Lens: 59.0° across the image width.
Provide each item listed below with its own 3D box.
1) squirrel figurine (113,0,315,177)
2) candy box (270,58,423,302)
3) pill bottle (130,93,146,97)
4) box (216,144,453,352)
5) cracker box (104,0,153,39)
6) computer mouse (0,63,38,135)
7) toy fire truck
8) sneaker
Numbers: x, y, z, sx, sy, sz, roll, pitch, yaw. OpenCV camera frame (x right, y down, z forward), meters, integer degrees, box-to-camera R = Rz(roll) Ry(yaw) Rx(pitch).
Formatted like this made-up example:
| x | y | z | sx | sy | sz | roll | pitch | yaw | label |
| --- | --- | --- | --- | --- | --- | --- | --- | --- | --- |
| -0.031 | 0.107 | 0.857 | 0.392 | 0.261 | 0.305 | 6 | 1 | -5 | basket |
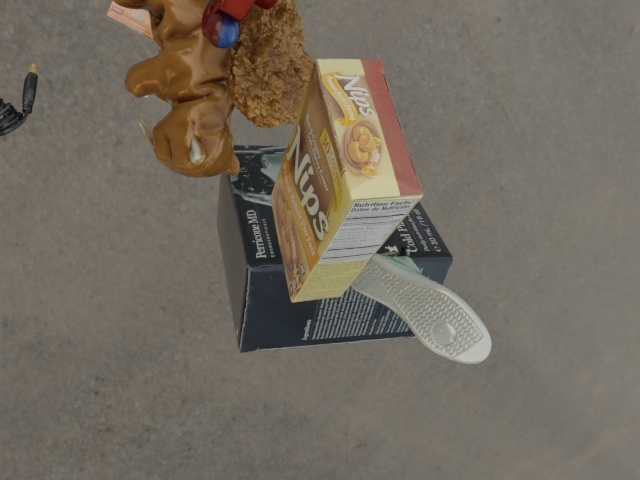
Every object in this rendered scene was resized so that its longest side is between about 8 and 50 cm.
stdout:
| x | y | z | sx | sy | sz | roll | pitch | yaw | label |
| --- | --- | --- | --- | --- | --- | --- | --- | --- | --- |
| -0.198 | -0.317 | 1.141 | 0.281 | 0.397 | 0.370 | 21 | 66 | -78 | squirrel figurine |
| 0.013 | -0.058 | 0.735 | 0.088 | 0.182 | 0.316 | -6 | 157 | -17 | candy box |
| -0.576 | -0.481 | 1.815 | 0.043 | 0.083 | 0.043 | -12 | 107 | -44 | pill bottle |
| 0.000 | 0.000 | 1.443 | 0.472 | 0.479 | 0.297 | -3 | 132 | -16 | box |
| -0.567 | -0.670 | 1.720 | 0.156 | 0.232 | 0.067 | 23 | 98 | -27 | cracker box |
| -0.477 | -0.228 | 0.775 | 0.184 | 0.262 | 0.060 | -17 | 144 | 6 | computer mouse |
| -0.113 | -0.429 | 0.861 | 0.169 | 0.253 | 0.302 | 24 | 144 | -25 | toy fire truck |
| 0.175 | 0.091 | 0.915 | 0.151 | 0.256 | 0.094 | -8 | 130 | -61 | sneaker |
